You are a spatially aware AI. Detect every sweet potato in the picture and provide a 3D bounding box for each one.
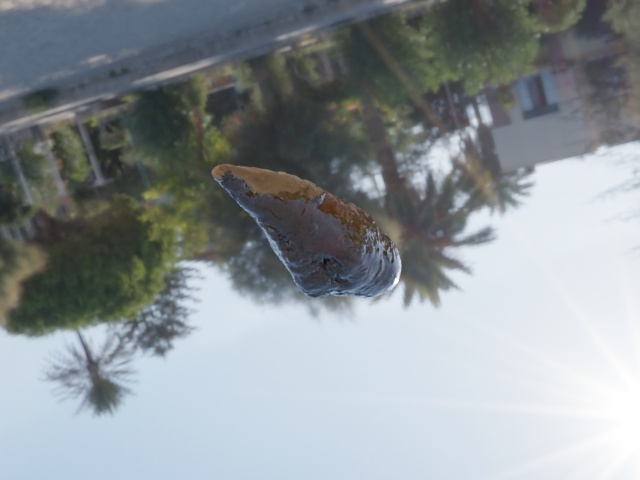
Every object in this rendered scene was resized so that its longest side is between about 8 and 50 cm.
[{"bbox_3d":[0.000,0.000,0.608,0.060,0.206,0.068,30,-96,41],"label":"sweet potato"}]
